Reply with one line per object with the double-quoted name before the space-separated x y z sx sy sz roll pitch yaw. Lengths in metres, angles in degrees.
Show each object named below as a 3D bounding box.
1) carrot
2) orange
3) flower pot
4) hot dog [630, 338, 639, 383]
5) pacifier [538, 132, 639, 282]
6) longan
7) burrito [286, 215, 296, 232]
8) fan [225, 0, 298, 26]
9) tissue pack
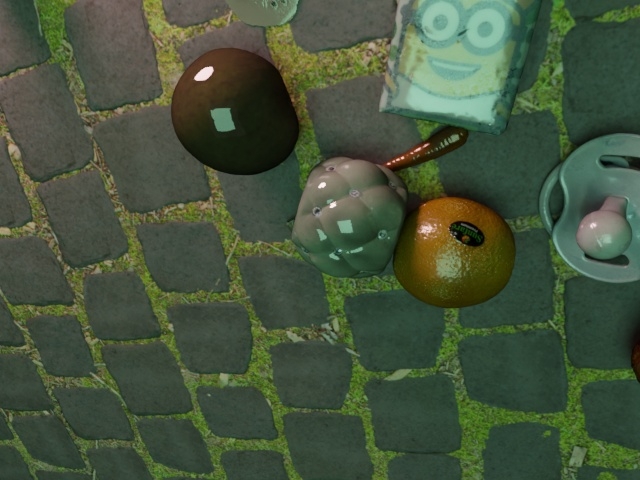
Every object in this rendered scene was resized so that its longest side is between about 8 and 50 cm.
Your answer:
"carrot" 0.194 -0.172 1.040 0.216 0.048 0.048 -24 106 29
"orange" 0.255 0.024 1.015 0.237 0.236 0.236 6 115 12
"flower pot" 0.053 -0.046 1.023 0.195 0.246 0.246 17 118 -3
"hot dog" 0.774 0.178 0.969 0.267 0.174 0.387 25 119 5
"pacifier" 0.499 -0.041 0.919 0.239 0.226 0.287 15 118 29
"longan" -0.158 -0.242 1.003 0.248 0.248 0.248 6 115 12
"burrito" -0.001 0.001 1.168 0.171 0.042 0.051 40 148 0
"fan" -0.175 -0.530 0.988 0.310 0.010 0.182 26 119 1
"tissue pack" 0.242 -0.357 0.893 0.228 0.128 0.310 13 115 9
